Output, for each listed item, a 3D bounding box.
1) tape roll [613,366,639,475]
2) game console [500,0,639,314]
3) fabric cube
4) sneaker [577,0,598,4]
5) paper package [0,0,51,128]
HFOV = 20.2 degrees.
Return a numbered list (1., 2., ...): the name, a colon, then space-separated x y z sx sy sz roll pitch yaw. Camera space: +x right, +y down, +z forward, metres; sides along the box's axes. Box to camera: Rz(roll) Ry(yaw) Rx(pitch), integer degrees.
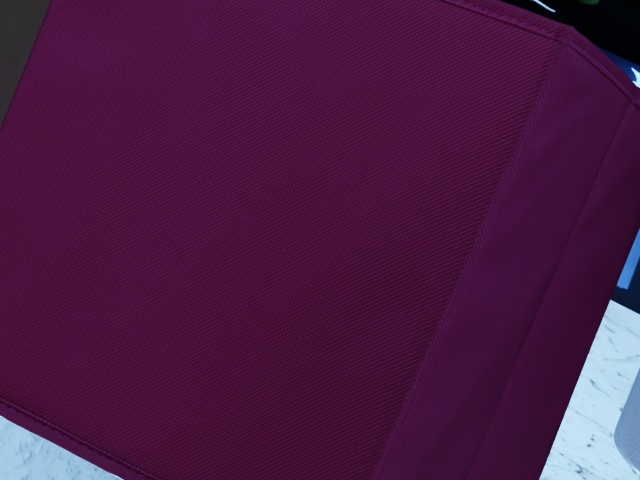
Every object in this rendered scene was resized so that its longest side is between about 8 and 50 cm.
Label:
1. tape roll: 0.368 0.160 1.074 0.392 0.072 0.392 20 -172 -3
2. game console: 0.111 -0.084 1.099 0.386 0.060 0.342 27 164 11
3. fabric cube: 0.000 0.000 0.906 0.254 0.258 0.259 22 -178 23
4. sneaker: 0.081 -0.156 0.831 0.295 0.109 0.123 10 151 50
5. paper package: -0.313 -0.169 1.138 0.325 0.309 0.168 37 161 -26
